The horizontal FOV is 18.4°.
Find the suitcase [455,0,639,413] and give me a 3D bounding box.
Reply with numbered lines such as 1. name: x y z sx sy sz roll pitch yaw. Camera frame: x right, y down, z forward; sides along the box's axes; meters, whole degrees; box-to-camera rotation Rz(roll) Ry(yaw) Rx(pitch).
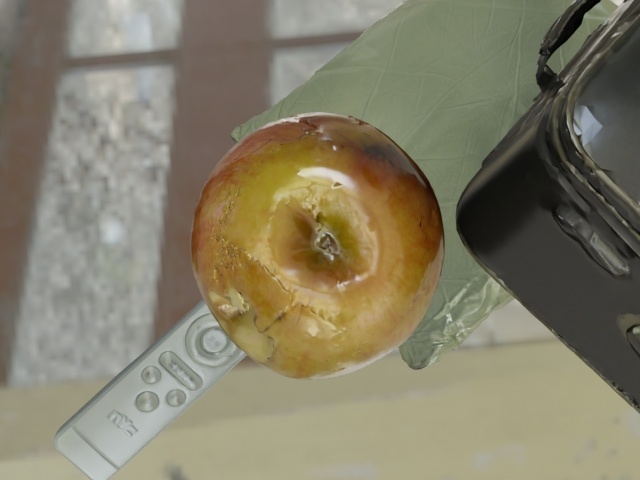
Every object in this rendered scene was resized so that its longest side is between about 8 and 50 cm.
1. suitcase: 0.294 0.020 1.073 0.283 0.434 0.194 -47 179 -30

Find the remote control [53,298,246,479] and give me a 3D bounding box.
1. remote control: -0.097 0.085 1.304 0.050 0.184 0.027 45 10 -22

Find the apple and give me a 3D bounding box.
1. apple: 0.000 0.000 1.072 0.146 0.146 0.146 -5 90 -87

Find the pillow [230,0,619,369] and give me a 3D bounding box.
1. pillow: 0.108 -0.074 1.386 0.281 0.274 0.076 51 1 41
